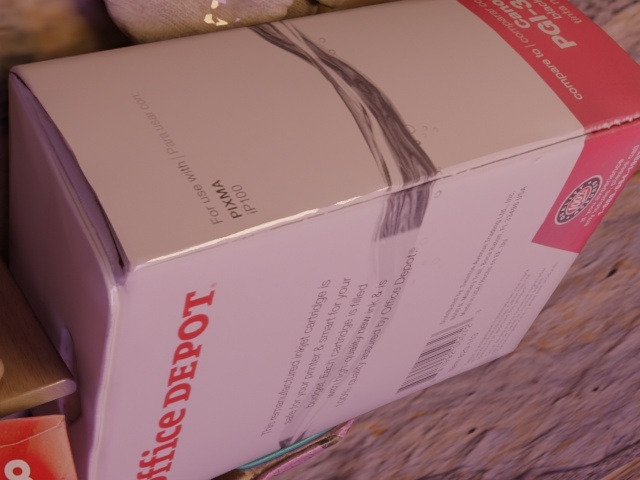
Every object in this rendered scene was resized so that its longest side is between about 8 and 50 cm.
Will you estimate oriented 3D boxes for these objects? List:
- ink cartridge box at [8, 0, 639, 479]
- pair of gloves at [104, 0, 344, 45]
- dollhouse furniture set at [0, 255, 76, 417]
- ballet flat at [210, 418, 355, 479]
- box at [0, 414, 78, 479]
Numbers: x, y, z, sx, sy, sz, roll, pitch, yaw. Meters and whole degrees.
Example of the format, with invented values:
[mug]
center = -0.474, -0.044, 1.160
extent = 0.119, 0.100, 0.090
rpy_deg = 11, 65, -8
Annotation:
[ink cartridge box]
center = 0.000, 0.000, 0.458
extent = 0.283, 0.117, 0.207
rpy_deg = -17, 147, -30
[pair of gloves]
center = -0.018, -0.182, 0.369
extent = 0.240, 0.042, 0.204
rpy_deg = -53, 141, 11
[dollhouse furniture set]
center = -0.177, -0.017, 0.311
extent = 0.144, 0.123, 0.151
rpy_deg = -17, 134, -30
[ballet flat]
center = -0.077, 0.145, 0.595
extent = 0.222, 0.077, 0.079
rpy_deg = -20, 155, -28
[box]
center = -0.207, 0.191, 0.357
extent = 0.142, 0.154, 0.300
rpy_deg = 1, 151, -43
